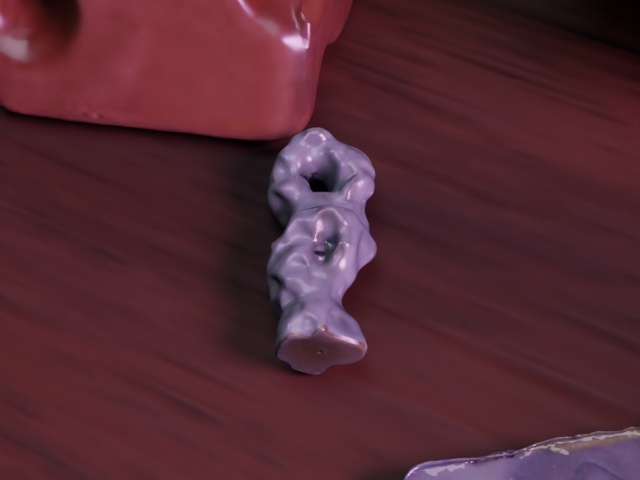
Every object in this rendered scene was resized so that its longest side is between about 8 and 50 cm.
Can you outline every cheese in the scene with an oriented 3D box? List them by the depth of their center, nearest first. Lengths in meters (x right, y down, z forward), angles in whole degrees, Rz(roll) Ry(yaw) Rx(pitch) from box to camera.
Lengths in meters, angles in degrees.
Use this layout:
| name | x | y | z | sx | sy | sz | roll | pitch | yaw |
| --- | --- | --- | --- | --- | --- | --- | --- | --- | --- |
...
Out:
| name | x | y | z | sx | sy | sz | roll | pitch | yaw |
| --- | --- | --- | --- | --- | --- | --- | --- | --- | --- |
| cheese | -0.050 | -0.168 | 0.482 | 0.128 | 0.177 | 0.203 | 9 | 56 | 14 |

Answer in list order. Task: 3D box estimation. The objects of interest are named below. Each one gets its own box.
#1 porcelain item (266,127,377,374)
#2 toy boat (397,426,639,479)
| name | x | y | z | sx | sy | sz | roll | pitch | yaw |
| --- | --- | --- | --- | --- | --- | --- | --- | --- | --- |
| porcelain item | 0.000 | 0.000 | 0.450 | 0.036 | 0.028 | 0.083 | -7 | 54 | 7 |
| toy boat | 0.080 | 0.081 | 0.390 | 0.115 | 0.016 | 0.063 | -9 | 54 | 1 |
